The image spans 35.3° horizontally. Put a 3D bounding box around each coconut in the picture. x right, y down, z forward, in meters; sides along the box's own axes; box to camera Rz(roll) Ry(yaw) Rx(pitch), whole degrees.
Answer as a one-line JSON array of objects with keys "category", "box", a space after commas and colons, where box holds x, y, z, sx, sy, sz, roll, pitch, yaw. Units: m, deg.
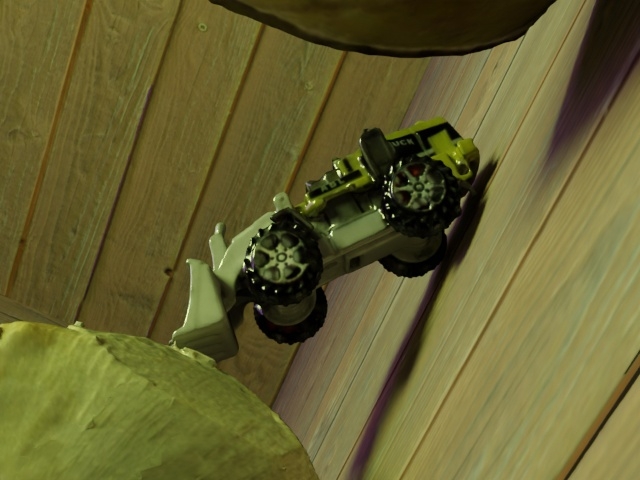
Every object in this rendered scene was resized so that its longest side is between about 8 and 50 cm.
[{"category": "coconut", "box": [-0.159, 0.218, 0.635, 0.360, 0.346, 0.346, 119, 174, -78]}]

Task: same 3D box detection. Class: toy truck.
[{"category": "toy truck", "box": [0.000, 0.000, 0.805, 0.285, 0.111, 0.136, -27, -20, -9]}]

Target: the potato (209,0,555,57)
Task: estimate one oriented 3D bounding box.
[{"category": "potato", "box": [0.072, -0.359, 0.531, 0.319, 0.385, 0.442, 140, 145, -61]}]
